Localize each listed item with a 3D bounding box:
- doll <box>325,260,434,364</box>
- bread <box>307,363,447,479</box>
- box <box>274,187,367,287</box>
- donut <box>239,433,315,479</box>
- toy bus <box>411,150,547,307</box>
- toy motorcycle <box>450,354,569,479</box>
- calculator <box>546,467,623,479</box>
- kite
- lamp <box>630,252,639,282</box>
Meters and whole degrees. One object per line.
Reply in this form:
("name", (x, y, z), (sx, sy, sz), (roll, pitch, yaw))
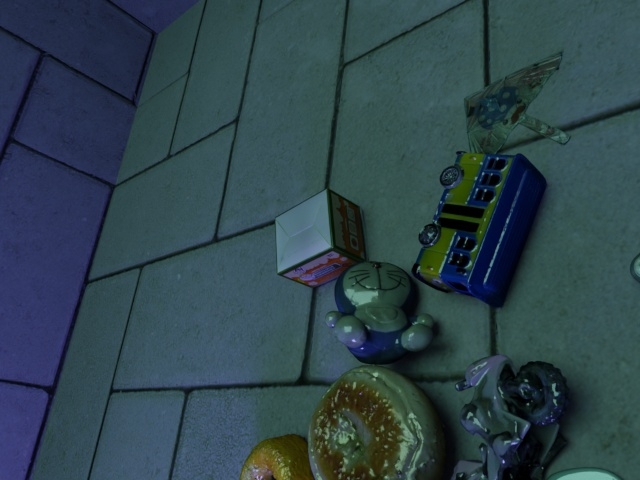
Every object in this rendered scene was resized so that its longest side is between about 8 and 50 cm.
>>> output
("doll", (0.124, 0.146, 1.174), (0.228, 0.154, 0.258), (1, 48, 0))
("bread", (0.113, 0.400, 1.063), (0.306, 0.159, 0.305), (-24, 50, 33))
("box", (0.000, 0.000, 1.401), (0.195, 0.148, 0.177), (-27, 55, 33))
("donut", (-0.090, 0.569, 1.222), (0.254, 0.118, 0.253), (-14, 72, 50))
("toy bus", (0.320, -0.027, 1.098), (0.175, 0.138, 0.287), (14, 79, 49))
("toy motorcycle", (0.300, 0.336, 0.934), (0.188, 0.143, 0.326), (38, 113, 57))
("calculator", (0.410, 0.412, 0.856), (0.153, 0.021, 0.095), (-26, 52, 30))
("kite", (0.434, -0.286, 1.218), (0.335, 0.011, 0.314), (-56, 41, 8))
("lamp", (0.656, 0.026, 0.795), (0.269, 0.047, 0.266), (-51, 44, 13))
